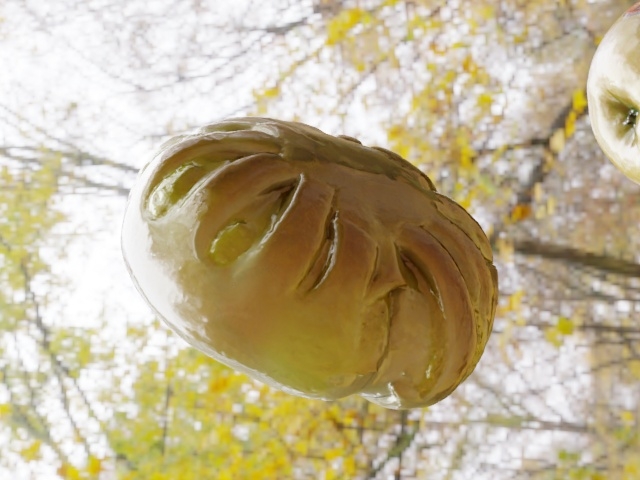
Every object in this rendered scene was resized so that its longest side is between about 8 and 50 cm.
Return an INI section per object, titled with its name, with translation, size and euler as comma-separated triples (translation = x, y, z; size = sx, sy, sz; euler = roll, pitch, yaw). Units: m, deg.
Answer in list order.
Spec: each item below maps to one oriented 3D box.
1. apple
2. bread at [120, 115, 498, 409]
[apple]
translation = 0.300, -0.119, 1.058
size = 0.155, 0.182, 0.182
euler = -26, -65, -27
[bread]
translation = 0.000, 0.000, 0.702
size = 0.213, 0.213, 0.104
euler = -31, -33, -58
